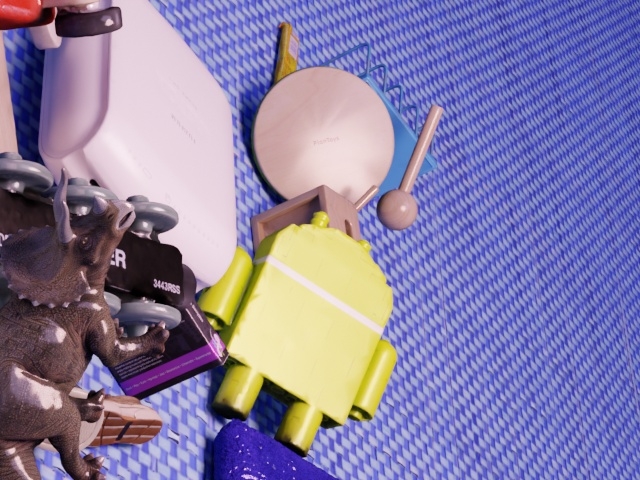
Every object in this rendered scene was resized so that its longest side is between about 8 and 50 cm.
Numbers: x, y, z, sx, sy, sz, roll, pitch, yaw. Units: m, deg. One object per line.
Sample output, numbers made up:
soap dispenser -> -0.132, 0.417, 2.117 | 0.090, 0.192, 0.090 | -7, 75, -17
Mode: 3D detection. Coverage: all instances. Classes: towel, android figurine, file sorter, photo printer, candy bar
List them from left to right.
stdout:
photo printer -> -0.189, -0.106, 1.992 | 0.256, 0.107, 0.307 | 49, 24, -37
candy bar -> -0.046, -0.229, 2.495 | 0.040, 0.018, 0.161 | 50, 30, -36
towel -> -0.021, 0.356, 1.978 | 0.227, 0.076, 0.308 | 41, 31, -42
android figurine -> -0.020, 0.096, 2.111 | 0.248, 0.056, 0.273 | 32, 63, -20
file sorter -> 0.064, -0.161, 2.531 | 0.170, 0.118, 0.104 | 50, 28, -29

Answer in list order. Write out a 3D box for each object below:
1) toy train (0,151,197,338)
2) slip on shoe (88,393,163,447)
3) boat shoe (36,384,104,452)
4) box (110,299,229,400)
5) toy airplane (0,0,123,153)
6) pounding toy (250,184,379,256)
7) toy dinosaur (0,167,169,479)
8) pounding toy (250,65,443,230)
toy train -> -0.262, 0.022, 1.703 | 0.334, 0.190, 0.142 | 19, 62, -54
slip on shoe -> -0.207, 0.170, 1.846 | 0.041, 0.051, 0.135 | 48, 20, 28
boat shoe -> -0.303, 0.125, 1.696 | 0.233, 0.084, 0.079 | 30, 6, -40
box -> -0.181, 0.073, 1.891 | 0.162, 0.116, 0.029 | 58, 26, -16
toy airplane -> -0.342, -0.250, 1.753 | 0.384, 0.272, 0.386 | 95, -18, -56
pounding toy -> 0.000, 0.000, 2.267 | 0.100, 0.130, 0.141 | 32, 42, -49
toy dinosaur -> -0.227, 0.105, 1.534 | 0.160, 0.121, 0.314 | 26, 88, -37
pounding toy -> 0.016, -0.115, 2.401 | 0.236, 0.110, 0.183 | 16, 81, -14
